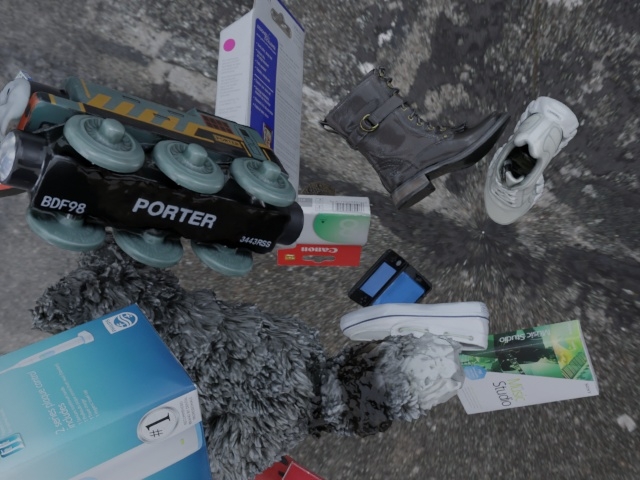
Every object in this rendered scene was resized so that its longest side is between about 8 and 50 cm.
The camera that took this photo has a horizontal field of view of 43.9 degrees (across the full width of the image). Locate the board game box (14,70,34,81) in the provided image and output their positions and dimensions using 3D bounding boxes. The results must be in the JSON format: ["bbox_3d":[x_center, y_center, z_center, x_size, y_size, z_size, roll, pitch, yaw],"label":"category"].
[{"bbox_3d":[-0.567,-0.261,1.520,0.090,0.020,0.090,-47,73,18],"label":"board game box"}]

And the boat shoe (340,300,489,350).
[{"bbox_3d":[0.139,0.138,1.191,0.226,0.083,0.075,-8,65,16],"label":"boat shoe"}]

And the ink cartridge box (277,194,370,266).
[{"bbox_3d":[0.000,0.000,1.586,0.181,0.224,0.056,2,49,-2],"label":"ink cartridge box"}]

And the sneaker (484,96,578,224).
[{"bbox_3d":[0.336,-0.115,1.373,0.110,0.292,0.118,33,58,15],"label":"sneaker"}]

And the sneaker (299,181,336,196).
[{"bbox_3d":[-0.041,-0.074,1.858,0.066,0.188,0.071,48,141,3],"label":"sneaker"}]

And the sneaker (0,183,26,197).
[{"bbox_3d":[-0.631,-0.176,1.644,0.270,0.090,0.145,-13,86,7],"label":"sneaker"}]

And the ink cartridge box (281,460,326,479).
[{"bbox_3d":[0.056,0.456,1.191,0.273,0.197,0.114,27,73,13],"label":"ink cartridge box"}]

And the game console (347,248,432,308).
[{"bbox_3d":[0.131,0.094,1.493,0.122,0.107,0.071,-48,52,5],"label":"game console"}]

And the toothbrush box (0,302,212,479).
[{"bbox_3d":[-0.243,0.214,0.636,0.126,0.295,0.216,41,143,45],"label":"toothbrush box"}]

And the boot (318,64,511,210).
[{"bbox_3d":[0.154,-0.201,1.321,0.263,0.091,0.229,-35,76,1],"label":"boot"}]

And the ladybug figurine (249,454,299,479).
[{"bbox_3d":[-0.087,0.545,1.533,0.162,0.449,0.305,-18,42,13],"label":"ladybug figurine"}]

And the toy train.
[{"bbox_3d":[-0.173,-0.072,0.828,0.142,0.334,0.190,-58,42,24],"label":"toy train"}]

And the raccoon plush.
[{"bbox_3d":[-0.097,0.085,0.905,0.446,0.216,0.299,-25,116,16],"label":"raccoon plush"}]

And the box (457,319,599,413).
[{"bbox_3d":[0.465,0.302,1.856,0.322,0.058,0.232,-15,131,19],"label":"box"}]

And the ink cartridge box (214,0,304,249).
[{"bbox_3d":[-0.088,-0.184,1.178,0.069,0.176,0.371,-2,74,23],"label":"ink cartridge box"}]
